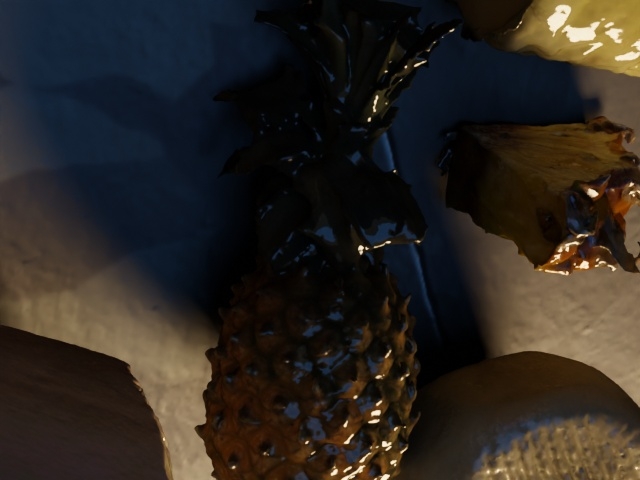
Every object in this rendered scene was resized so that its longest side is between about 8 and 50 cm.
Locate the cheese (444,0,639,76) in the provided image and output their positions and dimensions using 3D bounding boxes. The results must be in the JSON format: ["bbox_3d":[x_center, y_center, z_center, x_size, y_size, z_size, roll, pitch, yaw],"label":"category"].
[{"bbox_3d":[0.160,-0.140,0.549,0.167,0.094,0.123,3,109,-23],"label":"cheese"}]

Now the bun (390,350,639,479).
[{"bbox_3d":[0.109,0.139,0.643,0.166,0.113,0.173,-6,116,-12],"label":"bun"}]

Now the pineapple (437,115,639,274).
[{"bbox_3d":[0.117,-0.029,0.587,0.116,0.137,0.069,15,107,14],"label":"pineapple"}]

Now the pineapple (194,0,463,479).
[{"bbox_3d":[0.000,0.000,0.547,0.125,0.125,0.251,1,107,-22],"label":"pineapple"}]

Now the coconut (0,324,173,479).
[{"bbox_3d":[-0.165,0.145,0.471,0.244,0.239,0.239,25,102,-29],"label":"coconut"}]
